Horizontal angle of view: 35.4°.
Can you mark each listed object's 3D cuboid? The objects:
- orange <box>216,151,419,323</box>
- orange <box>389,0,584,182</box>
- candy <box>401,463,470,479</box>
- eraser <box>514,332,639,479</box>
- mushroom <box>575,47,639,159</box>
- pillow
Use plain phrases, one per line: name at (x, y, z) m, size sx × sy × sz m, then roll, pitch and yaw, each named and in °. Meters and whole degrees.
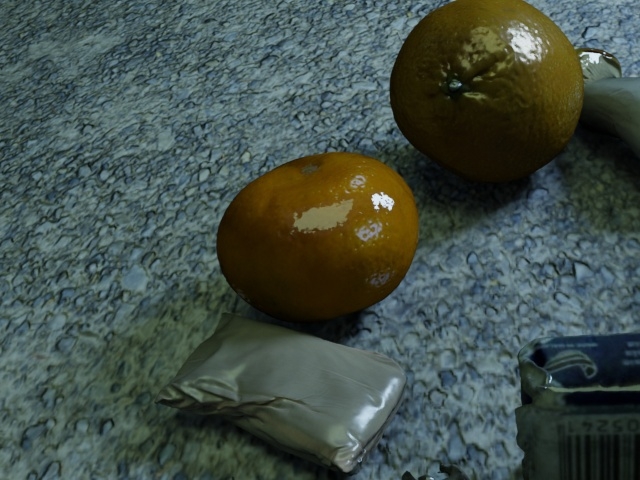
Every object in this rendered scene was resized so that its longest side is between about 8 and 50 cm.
orange at (0.000, 0.000, 1.164) m, size 0.240 × 0.171 × 0.240 m, roll -11°, pitch 27°, yaw 6°
orange at (0.213, -0.195, 1.304) m, size 0.264 × 0.264 × 0.264 m, roll -8°, pitch 35°, yaw 6°
candy at (0.140, 0.269, 0.708) m, size 0.195 × 0.185 × 0.137 m, roll 31°, pitch 84°, yaw 42°
eraser at (0.335, 0.151, 0.860) m, size 0.332 × 0.155 × 0.101 m, roll -5°, pitch 34°, yaw 10°
mushroom at (0.423, -0.158, 1.316) m, size 0.122 × 0.159 × 0.329 m, roll -39°, pitch 31°, yaw 2°
pillow at (-0.043, 0.153, 1.052) m, size 0.270 × 0.067 × 0.173 m, roll 12°, pitch 35°, yaw 30°
